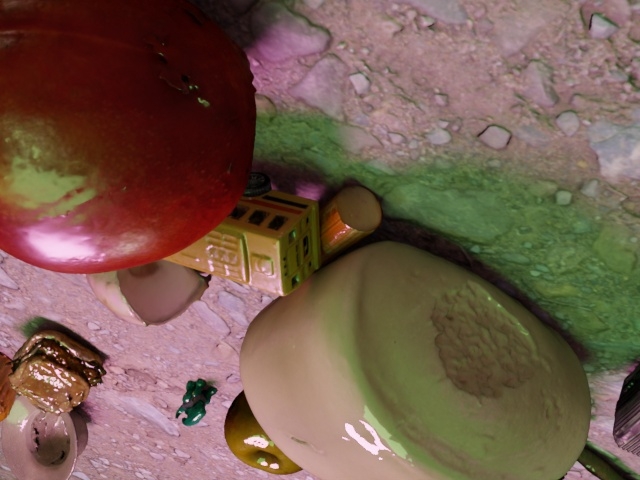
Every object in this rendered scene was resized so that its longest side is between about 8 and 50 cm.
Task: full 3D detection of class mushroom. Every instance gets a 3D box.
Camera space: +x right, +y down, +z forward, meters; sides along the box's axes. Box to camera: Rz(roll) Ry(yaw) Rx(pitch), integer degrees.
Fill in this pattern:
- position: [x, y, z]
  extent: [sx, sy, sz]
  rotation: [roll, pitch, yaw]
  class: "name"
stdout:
- position: [-0.325, 0.047, 1.519]
  extent: [0.173, 0.162, 0.236]
  rotation: [0, 139, 30]
  class: "mushroom"

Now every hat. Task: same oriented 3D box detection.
- position: [-0.660, 0.489, 2.374]
  extent: [0.257, 0.257, 0.130]
  rotation: [4, -177, 28]
  class: "hat"

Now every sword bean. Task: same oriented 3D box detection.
- position: [0.472, 0.385, 1.618]
  extent: [0.269, 0.038, 0.043]
  rotation: [38, 151, -19]
  class: "sword bean"

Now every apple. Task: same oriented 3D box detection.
- position: [-0.086, 0.353, 1.813]
  extent: [0.196, 0.157, 0.196]
  rotation: [16, 147, 11]
  class: "apple"

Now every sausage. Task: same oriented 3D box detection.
- position: [0.000, 0.000, 1.331]
  extent: [0.071, 0.071, 0.234]
  rotation: [32, 147, -13]
  class: "sausage"

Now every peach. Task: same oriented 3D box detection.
- position: [-0.248, -0.139, 1.040]
  extent: [0.370, 0.370, 0.370]
  rotation: [17, 147, 11]
  class: "peach"

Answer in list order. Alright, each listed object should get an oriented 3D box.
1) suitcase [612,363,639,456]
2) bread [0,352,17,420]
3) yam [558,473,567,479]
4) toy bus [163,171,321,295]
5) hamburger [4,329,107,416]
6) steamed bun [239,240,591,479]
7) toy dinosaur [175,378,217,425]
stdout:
- position: [0.524, 0.205, 1.241]
  extent: [0.202, 0.128, 0.312]
  rotation: [22, 148, 4]
  class: "suitcase"
- position: [-0.841, 0.340, 2.290]
  extent: [0.240, 0.139, 0.240]
  rotation: [17, 147, 11]
  class: "bread"
- position: [0.351, 0.386, 1.660]
  extent: [0.141, 0.079, 0.079]
  rotation: [30, 147, -7]
  class: "yam"
- position: [-0.164, -0.029, 1.304]
  extent: [0.336, 0.123, 0.121]
  rotation: [15, 131, 24]
  class: "toy bus"
- position: [-0.572, 0.272, 2.062]
  extent: [0.183, 0.130, 0.206]
  rotation: [37, 127, -22]
  class: "hamburger"
- position: [0.120, 0.233, 1.372]
  extent: [0.456, 0.290, 0.371]
  rotation: [29, 148, -18]
  class: "steamed bun"
- position: [-0.265, 0.344, 1.972]
  extent: [0.059, 0.096, 0.132]
  rotation: [38, 142, -19]
  class: "toy dinosaur"
